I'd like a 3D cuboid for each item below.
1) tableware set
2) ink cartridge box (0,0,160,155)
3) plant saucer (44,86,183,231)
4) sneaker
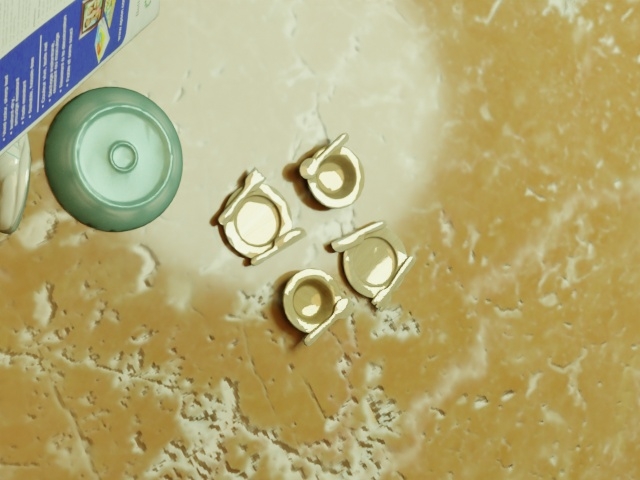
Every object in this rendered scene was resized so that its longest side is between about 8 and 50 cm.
[{"bbox_3d":[0.000,0.000,1.498,0.141,0.020,0.168,-37,102,-24],"label":"tableware set"},{"bbox_3d":[-0.204,-0.174,1.231,0.069,0.175,0.371,17,33,10],"label":"ink cartridge box"},{"bbox_3d":[-0.163,-0.067,1.418,0.119,0.021,0.119,2,85,-27],"label":"plant saucer"},{"bbox_3d":[-0.254,-0.080,1.362,0.061,0.054,0.152,-1,84,-12],"label":"sneaker"}]
